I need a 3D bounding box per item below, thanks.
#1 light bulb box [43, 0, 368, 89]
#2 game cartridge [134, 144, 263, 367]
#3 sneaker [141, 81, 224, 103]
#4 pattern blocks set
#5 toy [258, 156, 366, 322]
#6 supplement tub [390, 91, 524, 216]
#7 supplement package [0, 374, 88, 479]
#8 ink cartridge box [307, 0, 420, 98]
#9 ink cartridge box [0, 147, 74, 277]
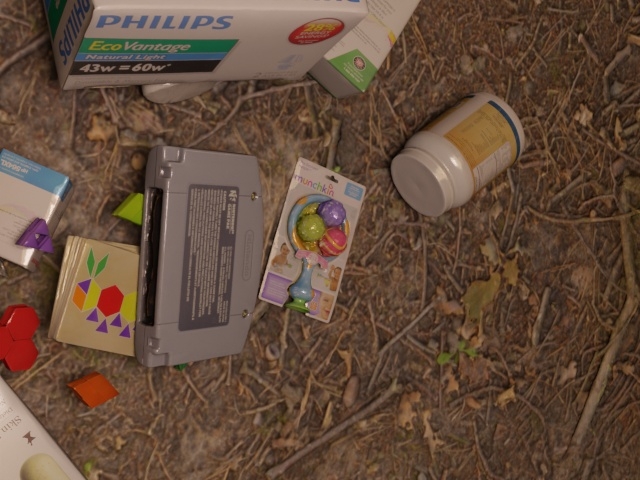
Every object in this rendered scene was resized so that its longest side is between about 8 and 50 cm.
[{"bbox_3d":[-0.173,-0.406,1.019,0.357,0.225,0.361,-8,80,-28],"label":"light bulb box"},{"bbox_3d":[-0.164,0.021,1.120,0.198,0.062,0.297,-1,98,-56],"label":"game cartridge"},{"bbox_3d":[-0.178,-0.269,1.154,0.212,0.080,0.094,-28,91,-32],"label":"sneaker"},{"bbox_3d":[-0.275,0.077,1.055,0.325,0.026,0.286,36,69,-48],"label":"pattern blocks set"},{"bbox_3d":[0.000,0.000,1.254,0.136,0.056,0.237,22,79,-29],"label":"toy"},{"bbox_3d":[0.230,-0.144,1.331,0.199,0.144,0.144,-37,107,-23],"label":"supplement tub"},{"bbox_3d":[-0.401,0.307,0.950,0.199,0.198,0.263,-40,108,-24],"label":"supplement package"},{"bbox_3d":[0.046,-0.358,1.259,0.154,0.093,0.212,38,74,-25],"label":"ink cartridge box"},{"bbox_3d":[-0.387,-0.026,1.007,0.089,0.092,0.143,25,78,-9],"label":"ink cartridge box"}]
